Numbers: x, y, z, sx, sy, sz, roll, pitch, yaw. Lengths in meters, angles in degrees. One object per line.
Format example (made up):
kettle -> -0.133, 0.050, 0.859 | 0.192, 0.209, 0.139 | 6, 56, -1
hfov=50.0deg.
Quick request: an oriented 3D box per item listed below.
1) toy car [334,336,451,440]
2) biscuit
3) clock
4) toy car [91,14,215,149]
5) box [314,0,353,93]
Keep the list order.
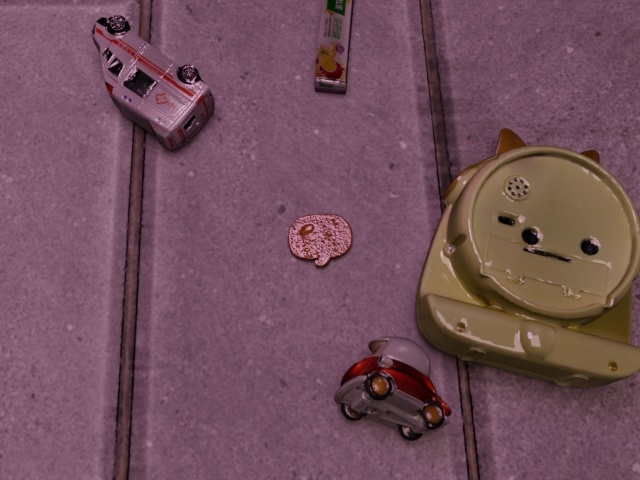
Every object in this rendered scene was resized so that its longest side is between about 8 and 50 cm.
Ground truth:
toy car -> 0.099, 0.178, 0.870 | 0.139, 0.112, 0.112 | 25, 55, -5
biscuit -> 0.000, 0.000, 0.962 | 0.091, 0.015, 0.078 | -1, 73, -3
clock -> 0.294, 0.005, 0.925 | 0.286, 0.117, 0.348 | 14, 71, 1
toy car -> -0.257, -0.227, 0.986 | 0.210, 0.089, 0.108 | 36, 78, 5
box -> 0.023, -0.325, 1.060 | 0.050, 0.041, 0.207 | 5, 71, 1
